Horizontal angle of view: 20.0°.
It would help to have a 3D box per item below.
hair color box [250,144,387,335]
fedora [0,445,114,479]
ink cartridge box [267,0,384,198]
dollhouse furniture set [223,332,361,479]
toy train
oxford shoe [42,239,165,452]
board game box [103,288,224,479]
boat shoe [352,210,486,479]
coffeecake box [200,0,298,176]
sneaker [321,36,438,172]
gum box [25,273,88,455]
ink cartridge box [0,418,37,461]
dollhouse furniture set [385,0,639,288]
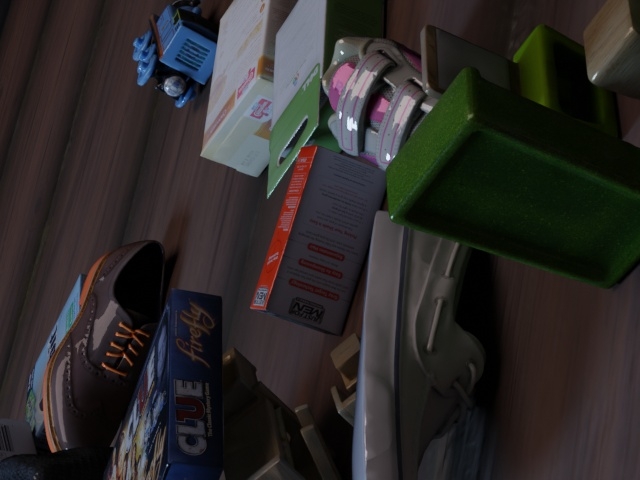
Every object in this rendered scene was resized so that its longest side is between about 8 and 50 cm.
[{"bbox_3d":[0.000,0.000,1.483,0.043,0.072,0.141,0,71,69],"label":"hair color box"},{"bbox_3d":[-0.261,0.302,1.780,0.334,0.152,0.334,-54,25,40],"label":"fedora"},{"bbox_3d":[0.005,-0.137,1.618,0.109,0.062,0.209,-51,27,44],"label":"ink cartridge box"},{"bbox_3d":[0.007,0.131,1.360,0.161,0.101,0.182,-39,26,11],"label":"dollhouse furniture set"},{"bbox_3d":[-0.170,-0.232,2.181,0.105,0.080,0.184,-55,20,15],"label":"toy train"},{"bbox_3d":[-0.231,0.118,1.974,0.098,0.097,0.271,-31,42,53],"label":"oxford shoe"},{"bbox_3d":[-0.124,0.178,1.392,0.165,0.042,0.243,-94,19,-44],"label":"board game box"},{"bbox_3d":[0.067,0.080,1.194,0.095,0.084,0.258,94,-178,-51],"label":"boat shoe"},{"bbox_3d":[-0.053,-0.182,1.814,0.142,0.068,0.185,-48,29,48],"label":"coffeecake box"},{"bbox_3d":[0.061,-0.087,1.337,0.103,0.111,0.252,-67,19,10],"label":"sneaker"},{"bbox_3d":[-0.314,0.159,2.236,0.184,0.041,0.157,-60,22,30],"label":"gum box"},{"bbox_3d":[-0.434,0.409,2.154,0.309,0.130,0.272,-59,35,30],"label":"ink cartridge box"},{"bbox_3d":[0.173,-0.148,1.027,0.301,0.151,0.197,-53,26,41],"label":"dollhouse furniture set"}]
